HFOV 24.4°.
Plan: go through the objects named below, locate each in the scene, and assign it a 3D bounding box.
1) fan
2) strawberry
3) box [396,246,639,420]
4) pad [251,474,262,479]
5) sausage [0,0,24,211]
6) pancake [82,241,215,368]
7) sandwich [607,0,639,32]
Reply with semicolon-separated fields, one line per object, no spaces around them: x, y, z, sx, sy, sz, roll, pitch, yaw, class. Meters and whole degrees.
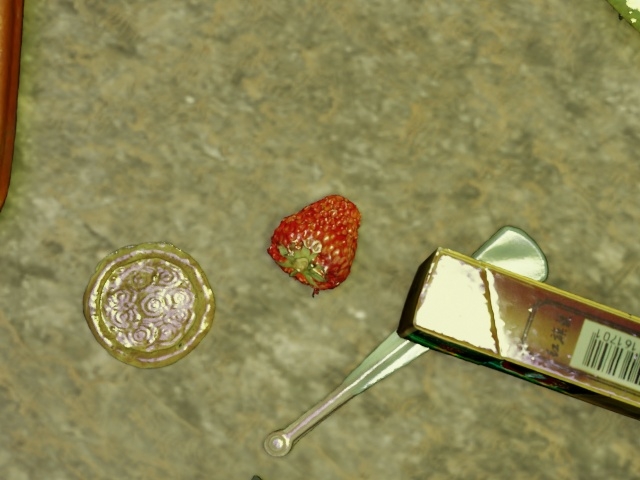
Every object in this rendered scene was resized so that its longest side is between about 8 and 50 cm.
0.070;0.093;1.226;0.282;0.023;0.057;-40;93;4;fan
0.000;0.000;1.221;0.073;0.073;0.083;30;55;6;strawberry
0.184;0.080;1.136;0.240;0.159;0.071;19;86;1;box
-0.093;0.321;1.179;0.006;0.170;0.245;34;94;-30;pad
-0.298;-0.164;1.239;0.102;0.102;0.330;3;89;6;sausage
-0.146;0.053;1.256;0.115;0.011;0.114;0;87;5;pancake
0.386;-0.245;1.132;0.250;0.162;0.301;37;95;2;sandwich
